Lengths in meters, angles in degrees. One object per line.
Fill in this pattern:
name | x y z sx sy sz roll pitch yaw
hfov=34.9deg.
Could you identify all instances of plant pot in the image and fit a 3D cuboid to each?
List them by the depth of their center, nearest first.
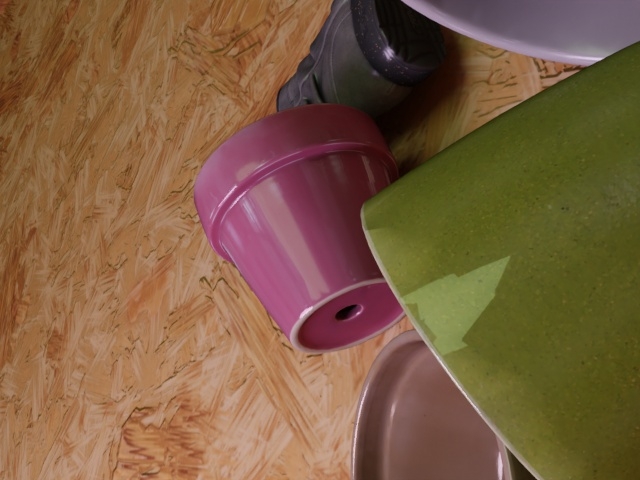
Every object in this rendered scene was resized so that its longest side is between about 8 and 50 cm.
plant pot | 0.223 -0.014 0.606 0.293 0.275 0.275 -41 39 14
plant pot | 0.117 0.181 0.727 0.237 0.110 0.237 -178 90 -66
plant pot | 0.000 0.000 0.977 0.201 0.201 0.180 -45 56 33

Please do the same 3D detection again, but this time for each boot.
boot | 0.022 -0.234 1.128 0.223 0.118 0.338 -47 28 41

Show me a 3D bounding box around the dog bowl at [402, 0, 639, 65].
dog bowl | 0.168 -0.233 0.711 0.349 0.349 0.102 2 71 57
